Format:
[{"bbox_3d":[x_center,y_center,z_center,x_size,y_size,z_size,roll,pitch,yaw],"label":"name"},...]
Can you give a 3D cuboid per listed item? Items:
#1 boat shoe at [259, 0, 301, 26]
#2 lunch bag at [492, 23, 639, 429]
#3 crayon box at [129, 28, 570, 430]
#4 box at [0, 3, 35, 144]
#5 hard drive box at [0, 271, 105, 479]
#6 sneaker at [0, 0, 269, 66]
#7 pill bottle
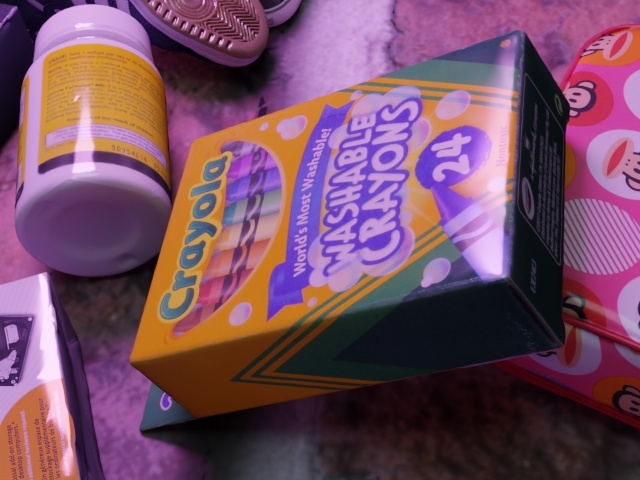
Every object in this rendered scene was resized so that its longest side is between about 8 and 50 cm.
[{"bbox_3d":[-0.033,-0.304,1.136,0.080,0.076,0.228,11,54,16],"label":"boat shoe"},{"bbox_3d":[0.260,-0.008,0.829,0.258,0.120,0.293,23,58,23],"label":"lunch bag"},{"bbox_3d":[0.000,0.000,0.800,0.323,0.083,0.203,-16,46,30],"label":"crayon box"},{"bbox_3d":[-0.351,-0.132,1.029,0.158,0.093,0.156,13,54,18],"label":"box"},{"bbox_3d":[-0.273,0.143,0.801,0.232,0.089,0.181,-17,51,-5],"label":"hard drive box"},{"bbox_3d":[-0.189,-0.216,1.083,0.282,0.153,0.099,29,54,-6],"label":"sneaker"},{"bbox_3d":[-0.181,-0.085,0.953,0.119,0.119,0.208,-9,51,0],"label":"pill bottle"}]
